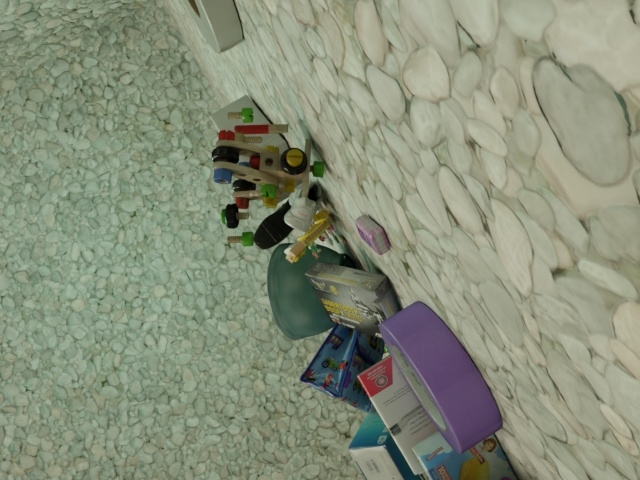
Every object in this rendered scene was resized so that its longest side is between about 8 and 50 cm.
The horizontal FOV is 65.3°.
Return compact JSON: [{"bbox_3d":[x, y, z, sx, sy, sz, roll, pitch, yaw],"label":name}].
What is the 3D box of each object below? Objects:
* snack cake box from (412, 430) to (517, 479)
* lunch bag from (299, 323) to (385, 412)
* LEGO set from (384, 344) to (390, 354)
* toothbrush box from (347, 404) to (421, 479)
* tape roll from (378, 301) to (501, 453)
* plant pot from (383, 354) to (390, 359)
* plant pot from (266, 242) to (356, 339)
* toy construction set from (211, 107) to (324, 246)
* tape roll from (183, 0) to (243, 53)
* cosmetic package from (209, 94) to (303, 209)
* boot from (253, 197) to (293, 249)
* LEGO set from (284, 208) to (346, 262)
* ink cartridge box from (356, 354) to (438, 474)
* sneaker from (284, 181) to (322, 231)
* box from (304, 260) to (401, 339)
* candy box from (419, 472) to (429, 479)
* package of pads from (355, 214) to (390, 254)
[{"bbox_3d":[0.319,0.503,1.017,0.265,0.152,0.089,60,175,-11],"label":"snack cake box"},{"bbox_3d":[0.099,0.308,1.420,0.138,0.293,0.221,14,161,34],"label":"lunch bag"},{"bbox_3d":[0.201,0.374,1.700,0.087,0.093,0.227,53,171,51],"label":"LEGO set"},{"bbox_3d":[0.229,0.545,1.374,0.216,0.126,0.295,60,-142,-10],"label":"toothbrush box"},{"bbox_3d":[0.220,0.256,0.953,0.275,0.090,0.275,58,174,9],"label":"tape roll"},{"bbox_3d":[0.202,0.369,1.301,0.167,0.165,0.167,59,175,8],"label":"plant pot"},{"bbox_3d":[0.000,0.138,1.474,0.293,0.196,0.293,-10,-90,-67],"label":"plant pot"},{"bbox_3d":[-0.106,-0.182,1.170,0.258,0.237,0.309,85,-175,-53],"label":"toy construction set"},{"bbox_3d":[-0.304,-0.633,1.163,0.392,0.072,0.392,59,174,10],"label":"tape roll"},{"bbox_3d":[-0.207,-0.294,1.618,0.366,0.155,0.197,53,172,46],"label":"cosmetic package"},{"bbox_3d":[-0.102,-0.057,1.559,0.085,0.236,0.178,43,176,6],"label":"boot"},{"bbox_3d":[0.000,0.000,1.386,0.107,0.132,0.287,56,-162,-13],"label":"LEGO set"},{"bbox_3d":[0.215,0.364,1.121,0.237,0.171,0.100,59,175,13],"label":"ink cartridge box"},{"bbox_3d":[-0.030,-0.116,1.359,0.090,0.115,0.232,26,-154,-13],"label":"sneaker"},{"bbox_3d":[0.088,0.150,1.237,0.231,0.056,0.183,11,138,43],"label":"box"},{"bbox_3d":[0.355,0.604,1.173,0.233,0.159,0.071,53,170,47],"label":"candy box"},{"bbox_3d":[0.099,-0.012,0.953,0.050,0.031,0.083,67,172,-31],"label":"package of pads"}]
